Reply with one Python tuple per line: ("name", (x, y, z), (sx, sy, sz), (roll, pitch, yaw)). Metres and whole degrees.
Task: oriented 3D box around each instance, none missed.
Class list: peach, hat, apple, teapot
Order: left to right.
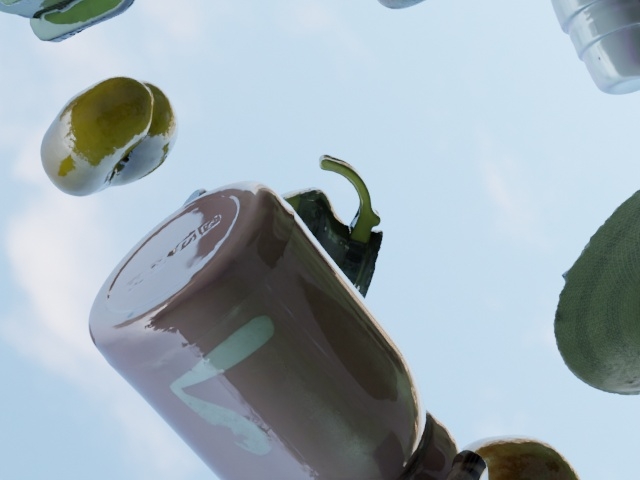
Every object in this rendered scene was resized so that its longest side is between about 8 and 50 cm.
("peach", (-0.251, -0.125, 2.047), (0.103, 0.179, 0.179), (51, -149, 15))
("teapot", (0.000, 0.000, 1.663), (0.119, 0.165, 0.130), (20, -160, -11))
("apple", (0.195, 0.289, 1.775), (0.182, 0.182, 0.155), (31, 176, -19))
("hat", (0.301, 0.043, 1.239), (0.110, 0.252, 0.252), (45, -153, -25))

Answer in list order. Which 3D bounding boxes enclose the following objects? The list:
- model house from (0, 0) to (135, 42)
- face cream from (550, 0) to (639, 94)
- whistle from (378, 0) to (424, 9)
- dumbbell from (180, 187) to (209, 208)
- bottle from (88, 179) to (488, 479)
("model house", (-0.300, -0.307, 1.421), (0.279, 0.205, 0.218), (10, -104, -36))
("face cream", (0.264, -0.307, 1.729), (0.102, 0.102, 0.345), (1, -113, -49))
("whistle", (0.106, -0.217, 1.156), (0.057, 0.220, 0.107), (55, -136, -18))
("dumbbell", (-0.109, 0.017, 2.296), (0.191, 0.100, 0.100), (32, -149, -15))
("bottle", (-0.010, 0.114, 1.244), (0.297, 0.206, 0.173), (52, -121, -21))
